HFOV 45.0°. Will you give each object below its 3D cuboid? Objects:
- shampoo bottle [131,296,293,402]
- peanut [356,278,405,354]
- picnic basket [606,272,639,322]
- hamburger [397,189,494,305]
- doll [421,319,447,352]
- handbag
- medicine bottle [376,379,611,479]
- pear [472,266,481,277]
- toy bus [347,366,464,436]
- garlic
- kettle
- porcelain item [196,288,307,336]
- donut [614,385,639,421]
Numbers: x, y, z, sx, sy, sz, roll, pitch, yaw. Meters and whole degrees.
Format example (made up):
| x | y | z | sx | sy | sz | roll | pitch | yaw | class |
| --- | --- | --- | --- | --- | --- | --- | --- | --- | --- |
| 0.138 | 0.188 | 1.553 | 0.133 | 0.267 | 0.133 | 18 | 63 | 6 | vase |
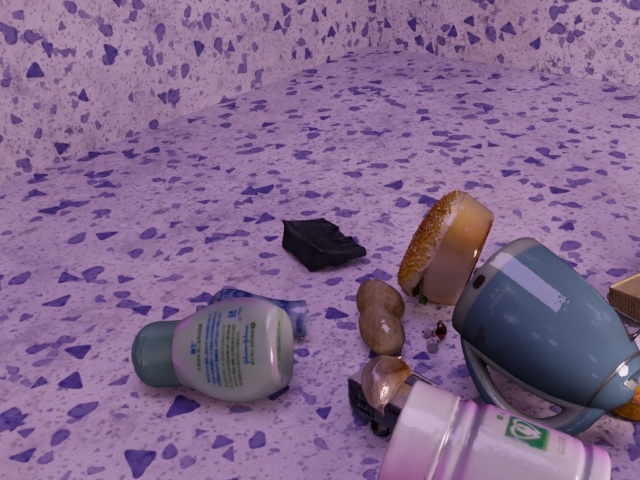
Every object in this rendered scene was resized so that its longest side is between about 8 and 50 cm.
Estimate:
| x | y | z | sx | sy | sz | roll | pitch | yaw | class |
| --- | --- | --- | --- | --- | --- | --- | --- | --- | --- |
| -0.240 | 0.239 | 1.661 | 0.349 | 0.222 | 0.151 | -6 | -13 | 15 | shampoo bottle |
| 0.140 | 0.176 | 1.807 | 0.117 | 0.101 | 0.263 | -20 | 26 | 13 | peanut |
| 0.756 | 0.146 | 1.777 | 0.115 | 0.080 | 0.164 | -18 | 22 | -21 | picnic basket |
| 0.302 | 0.020 | 1.885 | 0.170 | 0.302 | 0.302 | 23 | 34 | 9 | hamburger |
| 0.266 | 0.219 | 1.776 | 0.058 | 0.040 | 0.085 | -16 | 24 | 4 | doll |
| 0.000 | 0.000 | 2.184 | 0.175 | 0.089 | 0.270 | -10 | 28 | -27 | handbag |
| 0.272 | 0.376 | 1.240 | 0.325 | 0.212 | 0.212 | 18 | 34 | 14 | medicine bottle |
| 0.437 | 0.119 | 1.874 | 0.141 | 0.104 | 0.141 | 2 | 5 | 0 | pear |
| 0.206 | 0.342 | 1.492 | 0.138 | 0.097 | 0.342 | -28 | 36 | -34 | toy bus |
| 0.116 | 0.264 | 1.477 | 0.084 | 0.066 | 0.152 | 14 | 31 | 27 | garlic |
| 0.440 | 0.217 | 1.504 | 0.342 | 0.320 | 0.247 | 43 | 14 | 31 | kettle |
| -0.161 | 0.184 | 1.810 | 0.258 | 0.141 | 0.141 | 2 | 27 | -11 | porcelain item |
| 0.645 | 0.303 | 1.534 | 0.181 | 0.078 | 0.146 | -2 | 29 | -9 | donut |
